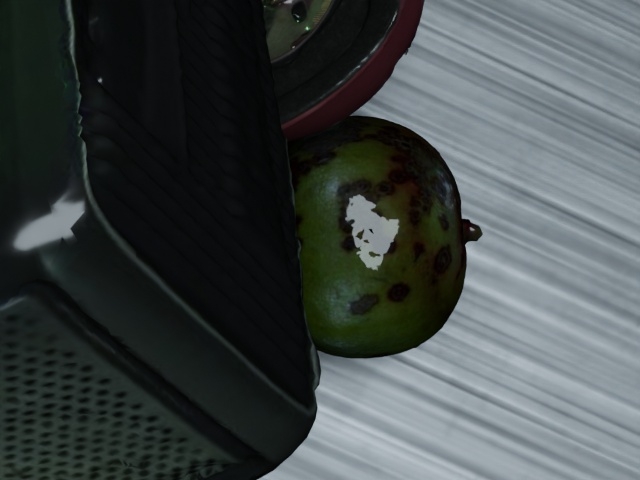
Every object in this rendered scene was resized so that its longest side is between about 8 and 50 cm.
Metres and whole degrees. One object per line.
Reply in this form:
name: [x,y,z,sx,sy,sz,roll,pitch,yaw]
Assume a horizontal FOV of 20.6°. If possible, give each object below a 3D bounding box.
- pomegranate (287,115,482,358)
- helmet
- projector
pomegranate: [0.003,-0.002,1.017,0.169,0.148,0.148,9,81,19]
helmet: [-0.028,-0.145,0.992,0.198,0.154,0.253,-32,62,10]
projector: [-0.227,-0.042,0.809,0.405,0.242,0.395,-21,53,16]
